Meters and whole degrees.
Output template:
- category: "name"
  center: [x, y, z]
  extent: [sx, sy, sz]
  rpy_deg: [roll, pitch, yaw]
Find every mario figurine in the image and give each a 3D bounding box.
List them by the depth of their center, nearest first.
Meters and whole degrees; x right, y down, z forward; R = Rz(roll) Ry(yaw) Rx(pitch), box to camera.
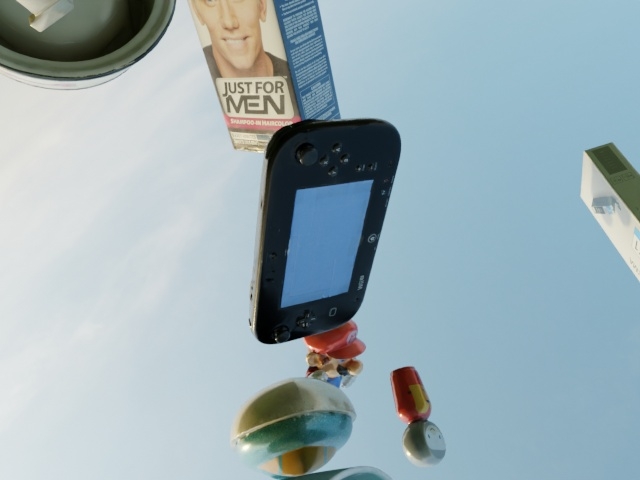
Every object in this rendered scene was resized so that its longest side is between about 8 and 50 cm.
- category: "mario figurine"
  center: [0.026, 0.310, 1.160]
  extent: [0.170, 0.321, 0.198]
  rpy_deg: [8, -150, -13]

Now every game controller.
- category: "game controller"
  center: [0.000, 0.000, 0.650]
  extent: [0.166, 0.319, 0.067]
  rpy_deg: [-4, -141, -19]

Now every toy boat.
- category: "toy boat"
  center: [0.025, 0.289, 0.802]
  extent: [0.318, 0.268, 0.148]
  rpy_deg: [-9, -120, -8]

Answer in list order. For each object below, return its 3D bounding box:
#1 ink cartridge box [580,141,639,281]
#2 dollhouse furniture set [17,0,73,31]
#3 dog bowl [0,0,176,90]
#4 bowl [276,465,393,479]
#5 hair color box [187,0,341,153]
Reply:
- category: "ink cartridge box"
  center: [0.610, -0.004, 1.047]
  extent: [0.066, 0.261, 0.296]
  rpy_deg: [-18, -134, 9]
- category: "dollhouse furniture set"
  center: [-0.222, -0.285, 0.378]
  extent: [0.173, 0.355, 0.303]
  rpy_deg: [-28, -113, 12]
- category: "dog bowl"
  center: [-0.470, -0.450, 0.928]
  extent: [0.408, 0.408, 0.150]
  rpy_deg: [-57, -162, -20]
- category: "bowl"
  center: [-0.029, 0.428, 0.659]
  extent: [0.163, 0.311, 0.312]
  rpy_deg: [-4, -129, 38]
- category: "hair color box"
  center: [-0.091, -0.308, 0.802]
  extent: [0.173, 0.348, 0.105]
  rpy_deg: [11, -142, 35]
